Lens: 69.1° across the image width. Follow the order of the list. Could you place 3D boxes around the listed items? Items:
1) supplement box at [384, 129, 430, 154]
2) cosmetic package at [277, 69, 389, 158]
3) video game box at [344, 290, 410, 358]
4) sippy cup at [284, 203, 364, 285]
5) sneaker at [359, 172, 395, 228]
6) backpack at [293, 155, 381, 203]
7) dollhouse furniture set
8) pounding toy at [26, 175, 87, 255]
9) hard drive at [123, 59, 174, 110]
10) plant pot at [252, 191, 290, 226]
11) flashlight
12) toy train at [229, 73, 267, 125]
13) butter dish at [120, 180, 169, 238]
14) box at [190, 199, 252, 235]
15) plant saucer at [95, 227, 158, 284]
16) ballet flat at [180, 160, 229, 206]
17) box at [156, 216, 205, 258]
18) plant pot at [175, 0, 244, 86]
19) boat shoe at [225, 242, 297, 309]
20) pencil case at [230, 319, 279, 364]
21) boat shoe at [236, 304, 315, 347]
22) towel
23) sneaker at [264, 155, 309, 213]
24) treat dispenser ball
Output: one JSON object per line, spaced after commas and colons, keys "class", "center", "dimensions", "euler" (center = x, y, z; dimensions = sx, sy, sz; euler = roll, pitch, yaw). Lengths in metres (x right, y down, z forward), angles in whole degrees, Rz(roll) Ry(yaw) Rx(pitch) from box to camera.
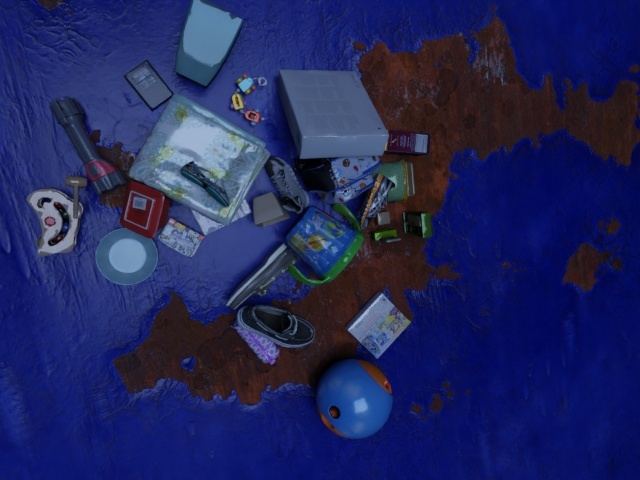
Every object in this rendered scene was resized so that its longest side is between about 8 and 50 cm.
{"class": "supplement box", "center": [0.310, -0.370, 1.769], "dimensions": [0.188, 0.104, 0.080], "euler": [1, 96, -17]}
{"class": "cosmetic package", "center": [0.031, -0.433, 1.559], "dimensions": [0.285, 0.377, 0.097], "euler": [-6, 142, -14]}
{"class": "video game box", "center": [0.231, 0.339, 1.868], "dimensions": [0.205, 0.048, 0.187], "euler": [-46, 105, -6]}
{"class": "sippy cup", "center": [0.000, 0.000, 1.674], "dimensions": [0.224, 0.305, 0.240], "euler": [38, 114, -7]}
{"class": "sneaker", "center": [0.204, -0.136, 1.704], "dimensions": [0.083, 0.084, 0.214], "euler": [19, 109, -11]}
{"class": "backpack", "center": [0.083, -0.254, 1.645], "dimensions": [0.263, 0.277, 0.213], "euler": [-37, 113, -17]}
{"class": "dollhouse furniture set", "center": [0.289, -0.153, 1.766], "dimensions": [0.198, 0.151, 0.301], "euler": [-10, 100, -15]}
{"class": "pounding toy", "center": [-0.830, -0.079, 1.440], "dimensions": [0.154, 0.155, 0.269], "euler": [12, 94, -22]}
{"class": "hard drive", "center": [-0.564, -0.511, 1.532], "dimensions": [0.094, 0.022, 0.135], "euler": [-40, 106, -10]}
{"class": "plant pot", "center": [-0.182, -0.113, 1.648], "dimensions": [0.109, 0.109, 0.096], "euler": [-18, 85, 9]}
{"class": "flashlight", "center": [-0.735, -0.298, 1.475], "dimensions": [0.103, 0.103, 0.303], "euler": [-32, 101, -37]}
{"class": "toy train", "center": [-0.249, -0.491, 1.620], "dimensions": [0.125, 0.046, 0.166], "euler": [11, 97, -19]}
{"class": "butter dish", "center": [-0.562, -0.101, 1.544], "dimensions": [0.160, 0.118, 0.159], "euler": [21, 100, 22]}
{"class": "box", "center": [-0.358, -0.122, 1.637], "dimensions": [0.186, 0.038, 0.145], "euler": [-29, 103, -13]}
{"class": "plant saucer", "center": [-0.653, 0.052, 1.572], "dimensions": [0.195, 0.037, 0.194], "euler": [-2, 98, -17]}
{"class": "ballet flat", "center": [-0.357, -0.188, 1.496], "dimensions": [0.188, 0.070, 0.070], "euler": [39, 85, -13]}
{"class": "box", "center": [-0.486, -0.010, 1.619], "dimensions": [0.137, 0.027, 0.093], "euler": [31, 87, -18]}
{"class": "plant pot", "center": [-0.374, -0.627, 1.505], "dimensions": [0.166, 0.166, 0.234], "euler": [22, 97, -18]}
{"class": "boat shoe", "center": [-0.212, 0.144, 1.678], "dimensions": [0.305, 0.109, 0.091], "euler": [-46, 102, -10]}
{"class": "pencil case", "center": [-0.235, 0.358, 1.710], "dimensions": [0.086, 0.088, 0.206], "euler": [-40, 107, -8]}
{"class": "boat shoe", "center": [-0.138, 0.312, 1.675], "dimensions": [0.335, 0.119, 0.120], "euler": [21, 63, -35]}
{"class": "towel", "center": [-0.396, -0.265, 1.556], "dimensions": [0.375, 0.090, 0.320], "euler": [29, 83, -11]}
{"class": "sneaker", "center": [-0.125, -0.190, 1.639], "dimensions": [0.086, 0.132, 0.228], "euler": [-33, 108, 22]}
{"class": "treat dispenser ball", "center": [0.125, 0.590, 1.742], "dimensions": [0.289, 0.288, 0.287], "euler": [-2, 98, -16]}
